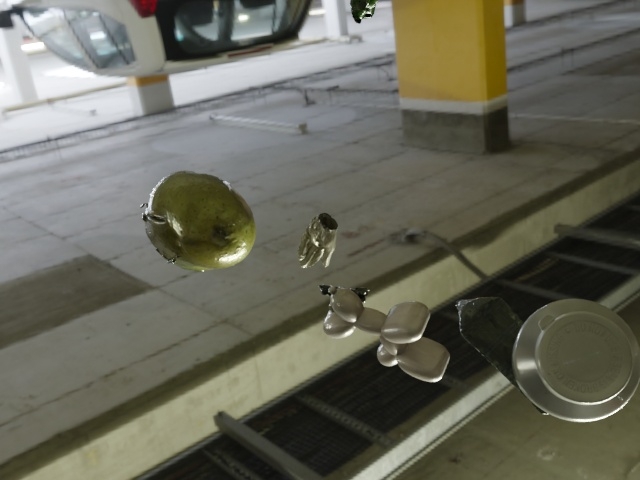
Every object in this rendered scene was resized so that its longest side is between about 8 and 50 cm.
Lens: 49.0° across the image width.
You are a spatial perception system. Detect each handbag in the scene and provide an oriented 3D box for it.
[{"bbox_3d":[0.329,0.189,1.173,0.089,0.270,0.175,-46,166,3],"label":"handbag"}]

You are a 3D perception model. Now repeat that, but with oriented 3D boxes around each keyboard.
[{"bbox_3d":[0.038,0.081,1.091,0.072,0.023,0.231,7,176,4],"label":"keyboard"}]

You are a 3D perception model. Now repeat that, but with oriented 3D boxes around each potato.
[{"bbox_3d":[-0.180,-0.024,1.032,0.169,0.144,0.248,20,177,-21],"label":"potato"}]

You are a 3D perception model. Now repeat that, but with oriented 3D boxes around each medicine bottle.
[{"bbox_3d":[0.288,0.136,0.798,0.135,0.135,0.215,-2,168,14],"label":"medicine bottle"}]

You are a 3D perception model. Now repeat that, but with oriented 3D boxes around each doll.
[{"bbox_3d":[0.077,0.117,0.924,0.160,0.161,0.059,4,-130,35],"label":"doll"}]

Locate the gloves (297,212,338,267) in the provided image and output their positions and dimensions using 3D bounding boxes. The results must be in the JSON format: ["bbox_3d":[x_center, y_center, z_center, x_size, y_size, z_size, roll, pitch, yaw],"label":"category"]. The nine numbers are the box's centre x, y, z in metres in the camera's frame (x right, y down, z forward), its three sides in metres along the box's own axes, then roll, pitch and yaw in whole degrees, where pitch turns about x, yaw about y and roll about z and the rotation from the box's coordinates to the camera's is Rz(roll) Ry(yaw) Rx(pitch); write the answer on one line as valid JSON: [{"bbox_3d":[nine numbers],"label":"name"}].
[{"bbox_3d":[0.001,0.000,0.776,0.044,0.081,0.037,43,-152,12],"label":"gloves"}]

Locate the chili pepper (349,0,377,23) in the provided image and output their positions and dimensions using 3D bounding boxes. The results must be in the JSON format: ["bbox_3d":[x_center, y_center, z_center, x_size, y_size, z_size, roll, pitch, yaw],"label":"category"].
[{"bbox_3d":[0.060,-0.304,0.648,0.065,0.122,0.279,-12,180,-6],"label":"chili pepper"}]
